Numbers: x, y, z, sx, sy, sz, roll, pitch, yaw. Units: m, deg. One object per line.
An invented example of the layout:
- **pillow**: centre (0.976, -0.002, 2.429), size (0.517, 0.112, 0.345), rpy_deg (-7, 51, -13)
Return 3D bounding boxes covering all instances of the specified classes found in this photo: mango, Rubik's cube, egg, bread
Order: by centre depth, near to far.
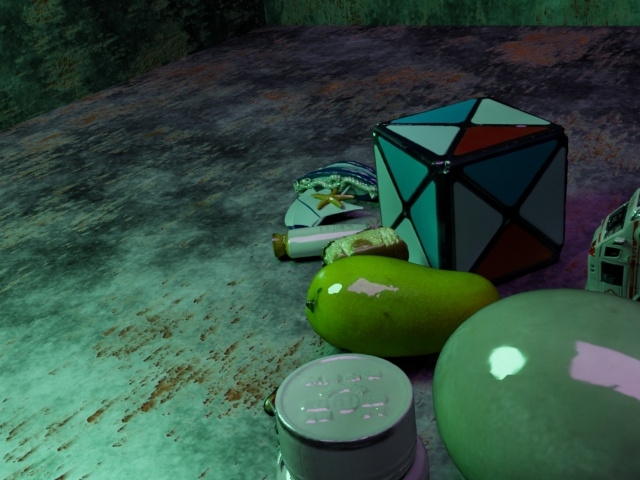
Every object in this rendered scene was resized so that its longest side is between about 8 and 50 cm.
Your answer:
- **egg**: centre (0.276, 0.182, 0.743), size (0.352, 0.259, 0.258), rpy_deg (12, 33, 36)
- **mango**: centre (0.123, 0.097, 1.086), size (0.293, 0.143, 0.175), rpy_deg (1, 21, -4)
- **bread**: centre (0.078, 0.050, 1.197), size (0.140, 0.128, 0.069), rpy_deg (-17, 30, -2)
- **Rubik's cube**: centre (0.251, -0.084, 1.269), size (0.250, 0.247, 0.248), rpy_deg (-18, 28, -18)

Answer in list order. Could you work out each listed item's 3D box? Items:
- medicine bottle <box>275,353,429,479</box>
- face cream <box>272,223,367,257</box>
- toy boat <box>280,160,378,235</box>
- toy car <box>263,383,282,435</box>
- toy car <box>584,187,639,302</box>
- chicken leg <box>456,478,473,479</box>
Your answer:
- **medicine bottle**: centre (0.032, 0.245, 0.688), size (0.143, 0.258, 0.143), rpy_deg (-6, 27, 3)
- **face cream**: centre (0.000, 0.000, 1.393), size (0.182, 0.051, 0.072), rpy_deg (-7, 28, 2)
- **toy boat**: centre (0.000, -0.065, 1.540), size (0.220, 0.067, 0.291), rpy_deg (8, 43, 31)
- **toy car**: centre (0.002, 0.203, 0.911), size (0.112, 0.112, 0.139), rpy_deg (-50, 27, -5)
- **toy car**: centre (0.443, 0.014, 1.068), size (0.108, 0.210, 0.089), rpy_deg (10, 44, 28)
- **chicken leg**: centre (0.156, 0.346, 0.587), size (0.177, 0.083, 0.323), rpy_deg (-2, 51, -24)
